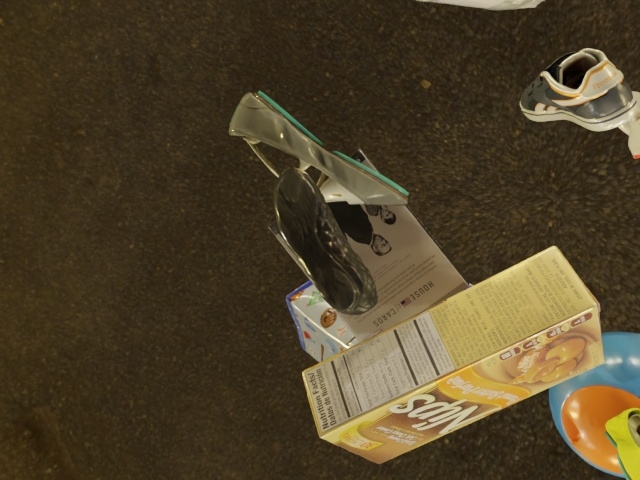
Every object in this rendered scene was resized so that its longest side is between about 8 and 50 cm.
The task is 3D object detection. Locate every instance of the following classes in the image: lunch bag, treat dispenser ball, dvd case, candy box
[{"bbox_3d":[0.164,0.167,1.359,0.328,0.385,0.239,30,143,49],"label":"lunch bag"},{"bbox_3d":[0.622,0.331,1.101,0.288,0.288,0.288,2,95,23],"label":"treat dispenser ball"},{"bbox_3d":[0.064,0.019,0.764,0.179,0.029,0.239,-39,90,19],"label":"dvd case"},{"bbox_3d":[0.161,0.149,0.637,0.316,0.183,0.088,-30,50,11],"label":"candy box"}]

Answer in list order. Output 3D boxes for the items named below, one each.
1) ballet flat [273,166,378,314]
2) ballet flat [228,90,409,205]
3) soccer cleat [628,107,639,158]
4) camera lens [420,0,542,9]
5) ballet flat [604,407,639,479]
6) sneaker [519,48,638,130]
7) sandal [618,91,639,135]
[{"bbox_3d":[0.000,0.000,0.539,0.057,0.049,0.173,-37,65,23],"label":"ballet flat"},{"bbox_3d":[-0.004,-0.082,0.596,0.213,0.072,0.068,33,97,-5],"label":"ballet flat"},{"bbox_3d":[0.473,-0.151,0.713,0.068,0.196,0.076,-8,97,-1],"label":"soccer cleat"},{"bbox_3d":[0.264,-0.505,0.891,0.219,0.274,0.219,24,117,58],"label":"camera lens"},{"bbox_3d":[0.468,0.303,0.774,0.077,0.231,0.077,40,105,9],"label":"ballet flat"},{"bbox_3d":[0.493,-0.312,1.079,0.126,0.321,0.127,-35,110,2],"label":"sneaker"},{"bbox_3d":[0.754,-0.165,1.089,0.416,0.169,0.102,30,139,9],"label":"sandal"}]
